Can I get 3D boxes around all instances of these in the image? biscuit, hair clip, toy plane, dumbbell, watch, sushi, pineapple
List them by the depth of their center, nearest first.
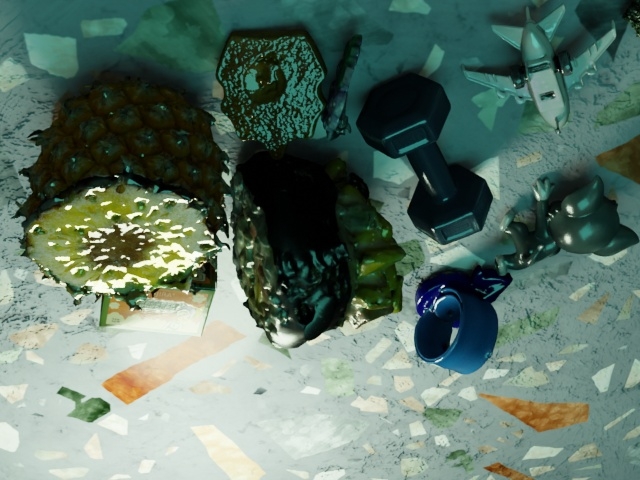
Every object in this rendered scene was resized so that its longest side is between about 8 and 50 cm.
[{"bbox_3d":[-0.312,-0.084,1.363,0.352,0.300,0.352,-4,133,-5],"label":"pineapple"},{"bbox_3d":[0.042,-0.241,1.381,0.052,0.124,0.195,8,133,-9],"label":"hair clip"},{"bbox_3d":[-0.078,-0.236,1.389,0.182,0.034,0.215,1,116,7],"label":"biscuit"},{"bbox_3d":[0.373,-0.271,1.415,0.251,0.101,0.255,-12,136,21],"label":"toy plane"},{"bbox_3d":[0.189,-0.137,1.494,0.143,0.156,0.316,-43,132,-8],"label":"dumbbell"},{"bbox_3d":[0.000,0.000,1.500,0.285,0.328,0.328,-11,120,-15],"label":"sushi"},{"bbox_3d":[0.291,0.171,1.771,0.171,0.200,0.196,15,134,-17],"label":"watch"}]

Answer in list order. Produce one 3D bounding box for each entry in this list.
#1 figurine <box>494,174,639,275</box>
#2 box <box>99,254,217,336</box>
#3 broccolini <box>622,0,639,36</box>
[{"bbox_3d":[0.454,-0.023,1.651,0.265,0.140,0.193,-30,115,1],"label":"figurine"},{"bbox_3d":[-0.304,0.061,1.591,0.195,0.177,0.148,9,131,-16],"label":"box"},{"bbox_3d":[0.647,-0.302,1.466,0.392,0.079,0.074,28,114,-39],"label":"broccolini"}]
